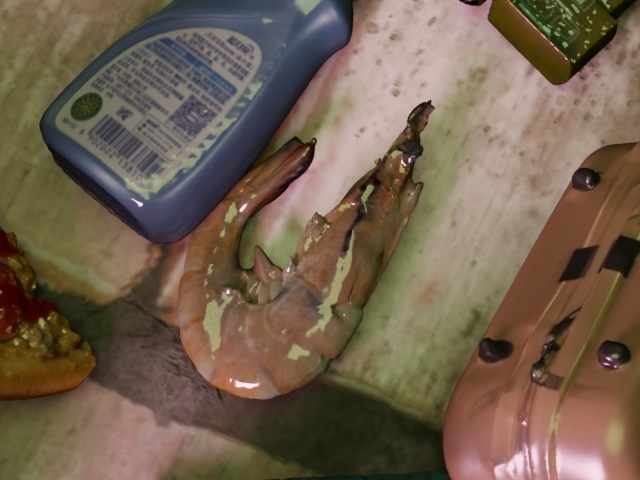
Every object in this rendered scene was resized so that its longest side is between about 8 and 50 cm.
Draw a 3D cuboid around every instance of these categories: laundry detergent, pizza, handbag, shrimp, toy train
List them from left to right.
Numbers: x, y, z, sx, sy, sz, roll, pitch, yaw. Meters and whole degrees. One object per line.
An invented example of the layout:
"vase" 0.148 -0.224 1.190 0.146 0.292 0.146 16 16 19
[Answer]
"pizza" -0.253 0.021 1.205 0.062 0.188 0.199 -45 52 34
"laundry detergent" -0.067 -0.138 1.248 0.143 0.094 0.290 38 78 29
"shrimp" -0.016 -0.005 1.229 0.145 0.059 0.254 23 84 19
"toy train" 0.207 -0.233 1.255 0.225 0.090 0.137 -43 85 -7
"handbag" 0.227 0.110 1.090 0.149 0.283 0.302 1 43 36

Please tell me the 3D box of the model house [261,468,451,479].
"model house" -0.019 0.236 1.032 0.267 0.325 0.194 -4 74 3
